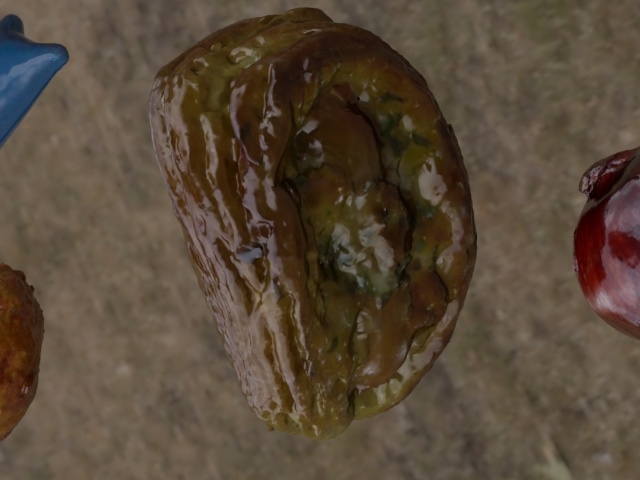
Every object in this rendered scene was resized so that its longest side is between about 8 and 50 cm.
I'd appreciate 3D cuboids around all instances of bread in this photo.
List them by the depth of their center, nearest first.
[{"bbox_3d":[-0.240,0.096,1.156,0.095,0.139,0.269,21,151,-9],"label":"bread"}]

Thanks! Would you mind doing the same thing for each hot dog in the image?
[{"bbox_3d":[0.000,0.000,1.072,0.122,0.196,0.272,8,122,48],"label":"hot dog"}]

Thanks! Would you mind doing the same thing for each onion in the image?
[{"bbox_3d":[0.192,-0.003,0.927,0.131,0.131,0.131,40,143,40],"label":"onion"}]

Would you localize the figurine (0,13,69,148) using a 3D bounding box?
[{"bbox_3d":[-0.274,-0.030,0.772,0.298,0.416,0.243,-3,110,19],"label":"figurine"}]
